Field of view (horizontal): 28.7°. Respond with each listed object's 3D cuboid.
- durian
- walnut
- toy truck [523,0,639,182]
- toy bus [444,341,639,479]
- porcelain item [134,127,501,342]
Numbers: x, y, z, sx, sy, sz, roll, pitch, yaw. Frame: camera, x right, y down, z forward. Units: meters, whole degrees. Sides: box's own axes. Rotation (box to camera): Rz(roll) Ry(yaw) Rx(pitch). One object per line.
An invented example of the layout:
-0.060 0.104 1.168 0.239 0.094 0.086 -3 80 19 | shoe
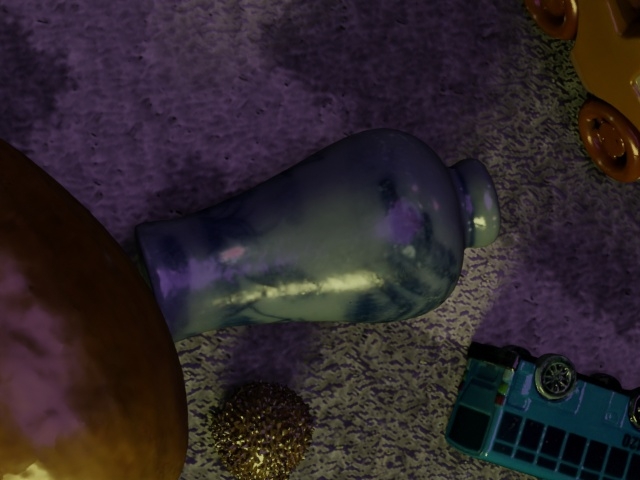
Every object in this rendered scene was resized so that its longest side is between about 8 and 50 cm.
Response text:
-0.040 0.145 0.915 0.080 0.080 0.091 -16 73 -18 | durian
-0.210 0.047 0.797 0.209 0.209 0.336 -26 94 -17 | walnut
0.291 -0.190 0.959 0.204 0.211 0.288 -29 96 -15 | toy truck
0.202 0.151 0.994 0.184 0.090 0.106 20 85 -16 | toy bus
0.000 0.000 0.906 0.259 0.141 0.141 -13 95 -9 | porcelain item
